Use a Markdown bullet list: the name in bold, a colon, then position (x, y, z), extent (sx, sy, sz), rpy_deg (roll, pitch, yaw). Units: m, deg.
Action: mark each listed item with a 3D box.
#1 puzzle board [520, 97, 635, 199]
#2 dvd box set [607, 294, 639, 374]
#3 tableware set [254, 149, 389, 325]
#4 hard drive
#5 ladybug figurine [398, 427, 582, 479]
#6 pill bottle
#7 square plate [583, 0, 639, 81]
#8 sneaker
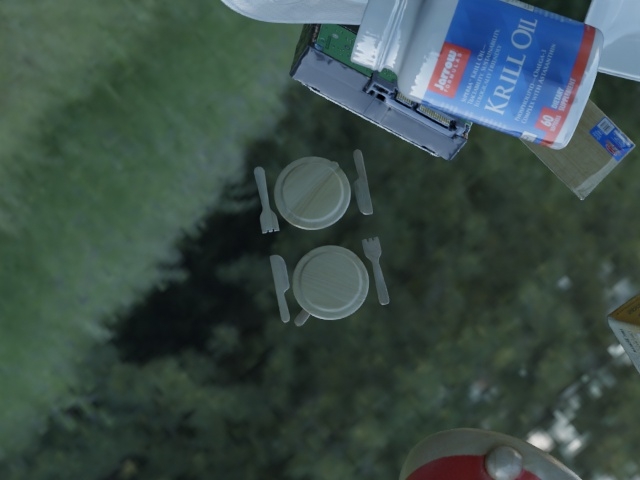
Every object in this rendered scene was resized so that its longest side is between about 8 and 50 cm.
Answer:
- **puzzle board**: position (0.312, -0.128, 1.936), extent (0.096, 0.128, 0.011), rpy_deg (-45, 180, -3)
- **dvd box set**: position (0.498, 0.210, 1.707), extent (0.062, 0.307, 0.420), rpy_deg (-36, -170, -10)
- **tableware set**: position (0.000, 0.000, 1.779), extent (0.128, 0.194, 0.039), rpy_deg (-10, 164, -3)
- **hard drive**: position (0.097, -0.269, 2.020), extent (0.064, 0.237, 0.339), rpy_deg (-54, -165, 38)
- **ladybug figurine**: position (0.226, 0.398, 2.005), extent (0.162, 0.305, 0.449), rpy_deg (-61, 155, -29)
- **pill bottle**: position (0.146, -0.177, 1.485), extent (0.124, 0.221, 0.124), rpy_deg (18, 90, -89)
- **square plate**: position (0.467, -0.299, 1.567), extent (0.049, 0.344, 0.347), rpy_deg (-73, 177, -63)
- **sneaker**: position (-0.003, -0.314, 1.658), extent (0.296, 0.147, 0.104), rpy_deg (-2, 170, -40)
